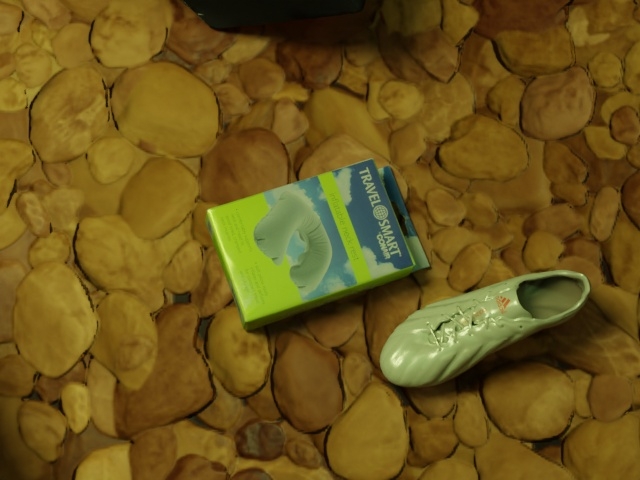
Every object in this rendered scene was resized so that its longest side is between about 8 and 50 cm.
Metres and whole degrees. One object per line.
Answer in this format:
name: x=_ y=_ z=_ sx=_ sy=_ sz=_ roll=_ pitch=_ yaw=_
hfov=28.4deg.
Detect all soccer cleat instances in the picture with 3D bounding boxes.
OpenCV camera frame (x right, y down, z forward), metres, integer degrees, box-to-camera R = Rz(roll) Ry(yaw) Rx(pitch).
soccer cleat: x=0.142 y=0.069 z=1.095 sx=0.196 sy=0.076 sz=0.068 roll=-21 pitch=78 yaw=-12

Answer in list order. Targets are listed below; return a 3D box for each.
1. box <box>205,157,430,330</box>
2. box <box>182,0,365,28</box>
box: x=0.000 y=0.000 z=1.114 sx=0.178 sy=0.042 sz=0.109 roll=-18 pitch=78 yaw=-11
box: x=-0.078 y=-0.406 z=1.059 sx=0.179 sy=0.312 sz=0.343 roll=1 pitch=70 yaw=35
